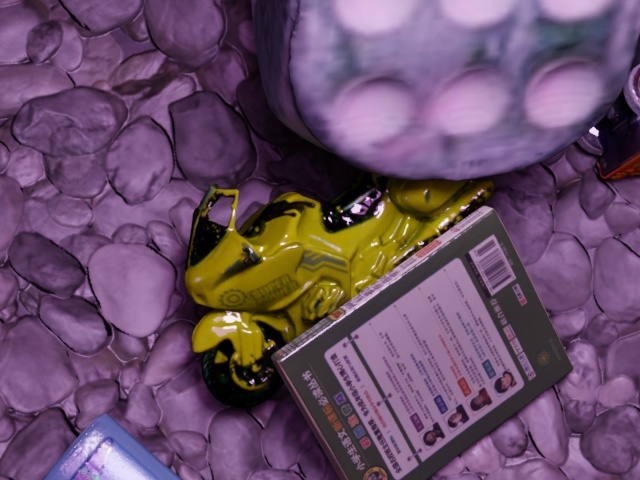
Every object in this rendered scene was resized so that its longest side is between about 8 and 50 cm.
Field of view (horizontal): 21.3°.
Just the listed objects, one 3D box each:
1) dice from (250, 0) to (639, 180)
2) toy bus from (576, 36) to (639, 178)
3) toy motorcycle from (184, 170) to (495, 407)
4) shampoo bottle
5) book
[{"bbox_3d":[0.108,-0.280,1.601,0.328,0.330,0.348,-4,47,-8],"label":"dice"},{"bbox_3d":[0.345,-0.236,1.780,0.153,0.143,0.329,0,74,-18],"label":"toy bus"},{"bbox_3d":[-0.001,0.000,1.668,0.342,0.142,0.206,-34,120,-15],"label":"toy motorcycle"},{"bbox_3d":[-0.140,0.282,1.611,0.258,0.061,0.104,39,75,3],"label":"shampoo bottle"},{"bbox_3d":[0.104,0.119,1.657,0.264,0.027,0.202,-35,114,-15],"label":"book"}]
